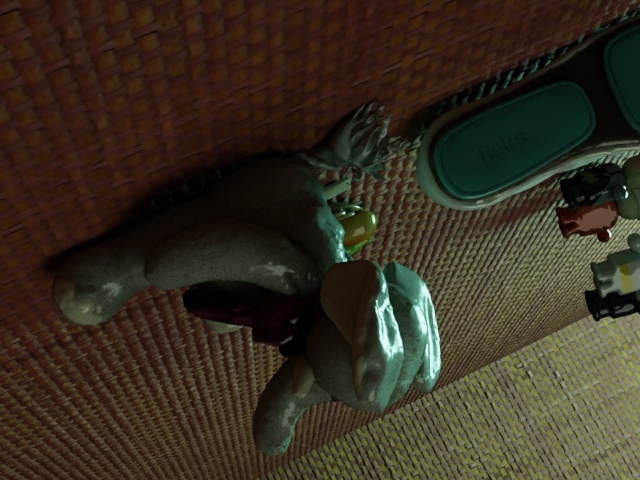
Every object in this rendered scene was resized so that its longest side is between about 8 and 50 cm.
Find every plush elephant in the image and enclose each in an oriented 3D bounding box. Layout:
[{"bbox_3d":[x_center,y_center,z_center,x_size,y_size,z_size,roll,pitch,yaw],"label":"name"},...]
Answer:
[{"bbox_3d":[-0.015,0.068,0.995,0.330,0.255,0.272,-34,159,16],"label":"plush elephant"}]

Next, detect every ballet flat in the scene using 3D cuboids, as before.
[{"bbox_3d":[0.276,-0.137,1.117,0.400,0.139,0.139,-21,162,-6],"label":"ballet flat"}]

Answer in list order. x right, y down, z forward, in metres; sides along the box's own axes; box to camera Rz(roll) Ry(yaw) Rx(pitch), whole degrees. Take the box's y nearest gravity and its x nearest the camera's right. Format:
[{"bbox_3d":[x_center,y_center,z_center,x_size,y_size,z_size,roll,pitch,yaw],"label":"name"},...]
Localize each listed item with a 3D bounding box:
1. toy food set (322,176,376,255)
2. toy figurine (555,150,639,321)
[{"bbox_3d":[0.000,0.000,1.200,0.132,0.038,0.192,-28,163,2],"label":"toy food set"},{"bbox_3d":[0.434,-0.005,1.546,0.148,0.213,0.209,-16,158,4],"label":"toy figurine"}]
